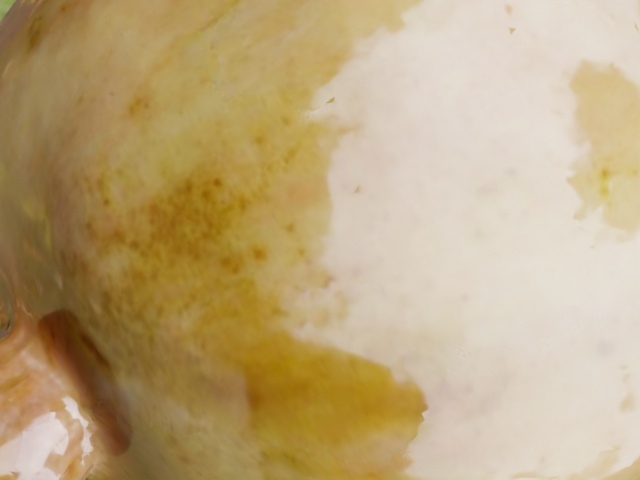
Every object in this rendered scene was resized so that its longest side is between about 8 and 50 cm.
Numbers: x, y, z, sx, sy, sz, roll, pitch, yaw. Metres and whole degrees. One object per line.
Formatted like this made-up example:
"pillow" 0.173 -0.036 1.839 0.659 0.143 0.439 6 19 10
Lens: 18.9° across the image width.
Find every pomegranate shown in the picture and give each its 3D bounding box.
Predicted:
"pomegranate" 0.000 0.000 0.568 0.270 0.252 0.229 -26 87 -32
